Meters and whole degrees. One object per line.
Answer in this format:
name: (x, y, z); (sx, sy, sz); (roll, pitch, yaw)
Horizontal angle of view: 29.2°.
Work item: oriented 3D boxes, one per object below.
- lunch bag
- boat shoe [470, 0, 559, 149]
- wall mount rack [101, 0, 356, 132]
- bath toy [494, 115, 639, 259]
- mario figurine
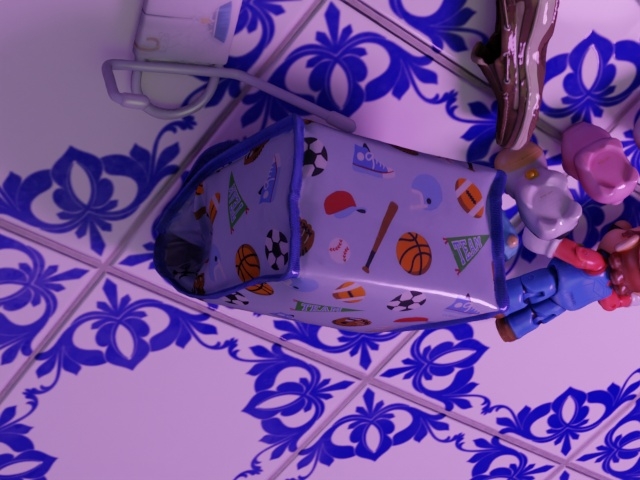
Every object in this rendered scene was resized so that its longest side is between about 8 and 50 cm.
lunch bag: (0.000, 0.000, 1.580); (0.327, 0.239, 0.385); (13, 161, -28)
boat shoe: (0.241, -0.237, 1.594); (0.095, 0.095, 0.258); (3, 122, -3)
wall mount rack: (-0.086, -0.256, 1.432); (0.304, 0.130, 0.350); (1, 129, -23)
bath toy: (0.369, -0.098, 1.720); (0.348, 0.151, 0.129); (-25, 170, -1)
mario figurine: (0.405, 0.036, 1.871); (0.320, 0.170, 0.198); (-20, 169, 12)
